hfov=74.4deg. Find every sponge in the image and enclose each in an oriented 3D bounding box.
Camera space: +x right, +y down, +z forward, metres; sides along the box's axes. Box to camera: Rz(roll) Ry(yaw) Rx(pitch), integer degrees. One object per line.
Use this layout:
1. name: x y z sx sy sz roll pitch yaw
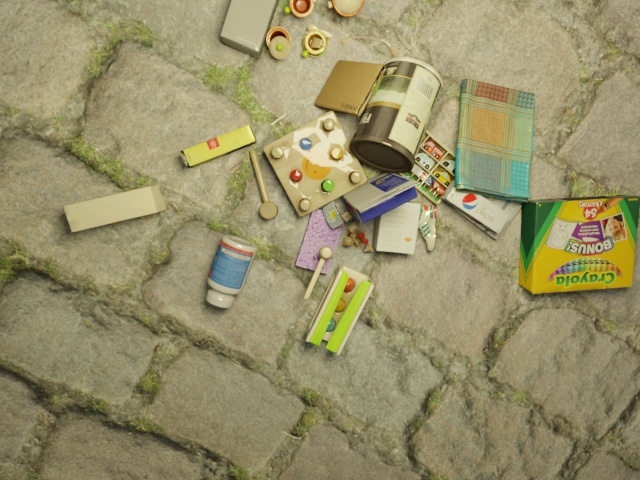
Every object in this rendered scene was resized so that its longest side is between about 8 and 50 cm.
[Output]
1. sponge: 0.000 0.000 1.438 0.117 0.031 0.210 17 98 -7

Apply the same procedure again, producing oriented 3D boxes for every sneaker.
1. sneaker: 0.359 -0.043 1.449 0.075 0.057 0.161 1 102 14

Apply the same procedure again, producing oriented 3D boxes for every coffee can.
1. coffee can: 0.229 -0.371 1.272 0.201 0.201 0.276 23 81 -7

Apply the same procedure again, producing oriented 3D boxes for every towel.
1. towel: 0.567 -0.322 1.360 0.271 0.040 0.371 8 84 -12

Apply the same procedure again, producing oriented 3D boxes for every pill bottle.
1. pill bottle: -0.300 0.103 1.390 0.124 0.124 0.222 20 97 -7

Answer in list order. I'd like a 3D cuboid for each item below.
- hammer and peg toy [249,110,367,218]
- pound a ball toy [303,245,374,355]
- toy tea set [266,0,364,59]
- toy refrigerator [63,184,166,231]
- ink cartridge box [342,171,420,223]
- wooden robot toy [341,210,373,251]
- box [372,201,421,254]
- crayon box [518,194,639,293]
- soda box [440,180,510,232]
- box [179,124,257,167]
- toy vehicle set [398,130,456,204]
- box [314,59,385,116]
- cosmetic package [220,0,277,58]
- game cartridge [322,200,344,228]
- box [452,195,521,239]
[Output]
1. hammer and peg toy: -0.065 -0.222 1.348 0.361 0.127 0.266 -27 100 1
2. pound a ball toy: 0.035 0.191 1.422 0.208 0.136 0.319 24 98 -3
3. toy tea set: -0.018 -0.673 1.260 0.200 0.124 0.336 35 105 -15
4. toy refrigerator: -0.648 -0.100 1.345 0.269 0.102 0.094 -14 100 -2
5. ink cartridge box: 0.172 -0.132 1.256 0.175 0.371 0.069 -26 102 2
6. wooden robot toy: 0.107 -0.010 1.408 0.079 0.076 0.173 -34 113 3
7. box: 0.252 -0.049 1.416 0.130 0.091 0.171 6 99 -5
8. crayon box: 0.888 0.010 1.458 0.362 0.106 0.313 -4 100 -3
9. soda box: 0.510 -0.112 1.395 0.216 0.069 0.074 31 95 -8
10. box: -0.321 -0.298 1.341 0.232 0.087 0.058 -20 100 1
11. toy vehicle set: 0.343 -0.264 1.414 0.266 0.035 0.166 37 95 -9
12. box: 0.086 -0.471 1.290 0.021 0.201 0.164 28 92 -46
13. cosmetic package: -0.205 -0.695 1.274 0.127 0.107 0.238 17 95 -9
14. game cartridge: 0.040 -0.082 1.387 0.056 0.017 0.083 -29 85 40
15. box: 0.574 -0.115 1.453 0.186 0.038 0.145 35 96 -7
